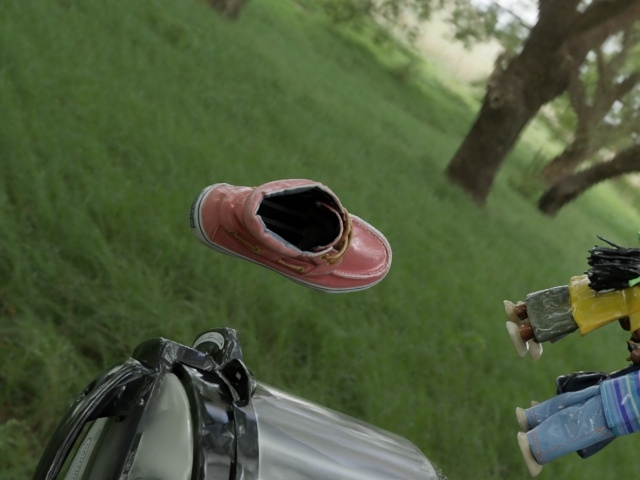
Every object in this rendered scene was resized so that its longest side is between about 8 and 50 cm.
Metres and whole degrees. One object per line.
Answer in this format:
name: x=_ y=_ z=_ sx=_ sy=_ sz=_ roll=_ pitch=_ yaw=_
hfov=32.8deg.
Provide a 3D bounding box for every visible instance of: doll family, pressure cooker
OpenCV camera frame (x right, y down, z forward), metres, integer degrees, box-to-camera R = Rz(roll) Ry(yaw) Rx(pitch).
doll family: x=0.157 y=0.056 z=0.560 sx=0.193 sy=0.111 sz=0.076 roll=-86 pitch=151 yaw=-52
pressure cooker: x=-0.104 y=0.315 z=1.120 sx=0.420 sy=0.375 sz=0.370 roll=24 pitch=26 yaw=-28

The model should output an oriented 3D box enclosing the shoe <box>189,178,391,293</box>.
shoe: x=0.000 y=0.000 z=0.774 sx=0.178 sy=0.063 sz=0.081 roll=17 pitch=-10 yaw=-36
